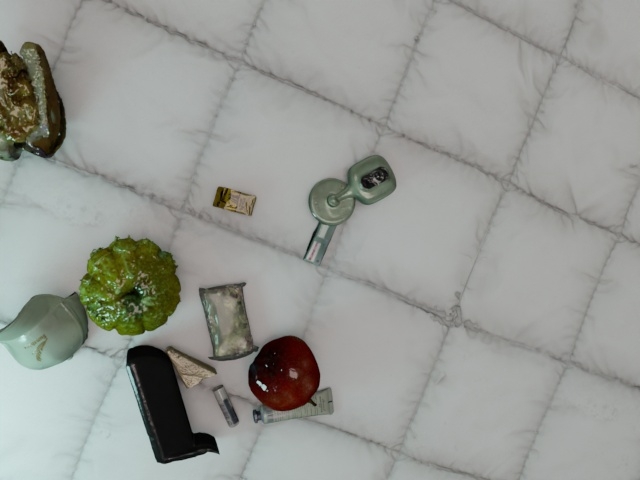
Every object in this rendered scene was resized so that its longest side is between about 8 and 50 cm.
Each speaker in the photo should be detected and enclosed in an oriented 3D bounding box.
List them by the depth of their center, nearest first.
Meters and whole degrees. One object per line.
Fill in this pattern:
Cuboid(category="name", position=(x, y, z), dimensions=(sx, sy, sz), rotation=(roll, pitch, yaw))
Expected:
Cuboid(category="speaker", position=(-0.465, 0.506, 1.799), dimensions=(0.184, 0.180, 0.389), rotation=(-18, 99, -16))

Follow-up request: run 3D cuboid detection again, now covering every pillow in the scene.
Cuboid(category="pillow", position=(-0.297, 0.261, 1.863), dimensions=(0.168, 0.059, 0.255), rotation=(-10, 95, -10))

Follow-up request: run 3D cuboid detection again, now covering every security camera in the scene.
Cuboid(category="security camera", position=(0.103, -0.163, 1.883), dimensions=(0.301, 0.080, 0.157), rotation=(-29, 92, -9))

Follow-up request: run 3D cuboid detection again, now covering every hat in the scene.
Cuboid(category="hat", position=(-0.819, 0.276, 1.670), dimensions=(0.257, 0.301, 0.168), rotation=(-37, 78, -5))

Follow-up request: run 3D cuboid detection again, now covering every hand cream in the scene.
Cuboid(category="hand cream", position=(-0.089, 0.564, 1.934), dimensions=(0.275, 0.059, 0.096), rotation=(-7, 95, -15))

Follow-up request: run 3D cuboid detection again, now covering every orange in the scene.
Cuboid(category="orange", position=(-0.558, 0.138, 1.722), dimensions=(0.299, 0.223, 0.302), rotation=(20, 90, -17))

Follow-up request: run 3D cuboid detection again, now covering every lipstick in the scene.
Cuboid(category="lipstick", position=(-0.310, 0.546, 1.894), dimensions=(0.040, 0.040, 0.141), rotation=(-24, 98, -8))

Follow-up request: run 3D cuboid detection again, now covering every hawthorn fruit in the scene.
Cuboid(category="hawthorn fruit", position=(-0.098, 0.452, 1.845), dimensions=(0.230, 0.210, 0.266), rotation=(-37, 105, -3))

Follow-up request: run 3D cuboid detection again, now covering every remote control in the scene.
Cuboid(category="remote control", position=(0.000, 0.000, 1.912), dimensions=(0.065, 0.029, 0.166), rotation=(23, 90, -13))

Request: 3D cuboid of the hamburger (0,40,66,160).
Cuboid(category="hamburger", position=(-0.830, -0.376, 1.597), dimensions=(0.195, 0.277, 0.319), rotation=(-6, 91, -14))

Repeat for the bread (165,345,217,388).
Cuboid(category="bread", position=(-0.413, 0.385, 1.841), dimensions=(0.105, 0.077, 0.152), rotation=(-29, 96, -12))

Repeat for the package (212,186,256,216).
Cuboid(category="package", position=(-0.273, -0.125, 1.840), dimensions=(0.131, 0.047, 0.071), rotation=(13, 95, -10))
